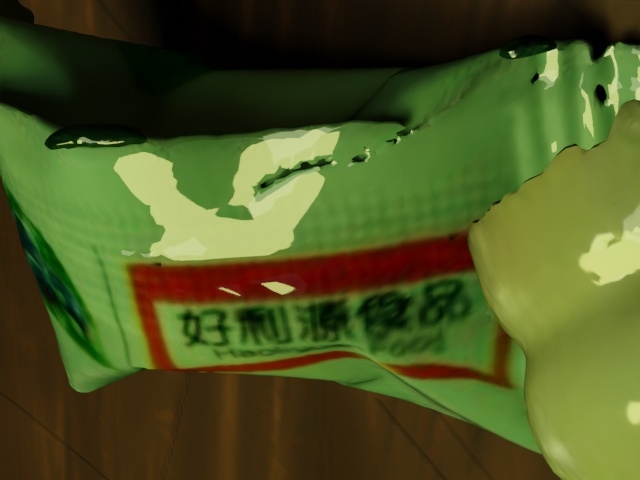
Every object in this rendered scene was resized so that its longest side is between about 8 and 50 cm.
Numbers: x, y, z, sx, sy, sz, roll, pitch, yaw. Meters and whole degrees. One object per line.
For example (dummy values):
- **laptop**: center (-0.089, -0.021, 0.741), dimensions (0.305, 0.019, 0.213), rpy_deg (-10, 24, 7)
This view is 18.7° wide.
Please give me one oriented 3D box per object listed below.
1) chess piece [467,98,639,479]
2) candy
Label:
- **chess piece**: center (0.224, 0.162, 0.661), dimensions (0.234, 0.234, 0.442), rpy_deg (-32, 73, 53)
- **candy**: center (0.003, -0.003, 0.988), dimensions (0.398, 0.172, 0.263), rpy_deg (7, 132, 23)
